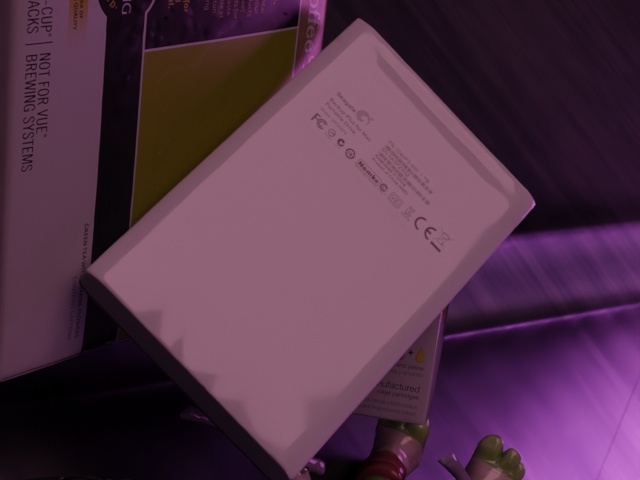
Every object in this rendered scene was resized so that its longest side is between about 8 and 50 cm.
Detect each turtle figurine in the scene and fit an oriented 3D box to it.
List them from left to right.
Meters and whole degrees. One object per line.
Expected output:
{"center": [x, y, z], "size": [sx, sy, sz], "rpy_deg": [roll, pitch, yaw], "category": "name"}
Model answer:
{"center": [0.067, 0.195, 1.231], "size": [0.266, 0.197, 0.275], "rpy_deg": [-39, 110, -63], "category": "turtle figurine"}

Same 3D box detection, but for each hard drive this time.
{"center": [0.000, 0.000, 1.131], "size": [0.203, 0.040, 0.307], "rpy_deg": [46, 62, -3], "category": "hard drive"}

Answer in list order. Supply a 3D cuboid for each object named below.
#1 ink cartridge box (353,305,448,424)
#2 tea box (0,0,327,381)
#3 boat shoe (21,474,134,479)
{"center": [0.042, 0.051, 1.276], "size": [0.128, 0.176, 0.127], "rpy_deg": [9, 0, 7], "category": "ink cartridge box"}
{"center": [-0.179, -0.116, 1.167], "size": [0.220, 0.329, 0.323], "rpy_deg": [23, 25, 36], "category": "tea box"}
{"center": [-0.169, 0.221, 1.090], "size": [0.340, 0.113, 0.127], "rpy_deg": [5, 53, -38], "category": "boat shoe"}
